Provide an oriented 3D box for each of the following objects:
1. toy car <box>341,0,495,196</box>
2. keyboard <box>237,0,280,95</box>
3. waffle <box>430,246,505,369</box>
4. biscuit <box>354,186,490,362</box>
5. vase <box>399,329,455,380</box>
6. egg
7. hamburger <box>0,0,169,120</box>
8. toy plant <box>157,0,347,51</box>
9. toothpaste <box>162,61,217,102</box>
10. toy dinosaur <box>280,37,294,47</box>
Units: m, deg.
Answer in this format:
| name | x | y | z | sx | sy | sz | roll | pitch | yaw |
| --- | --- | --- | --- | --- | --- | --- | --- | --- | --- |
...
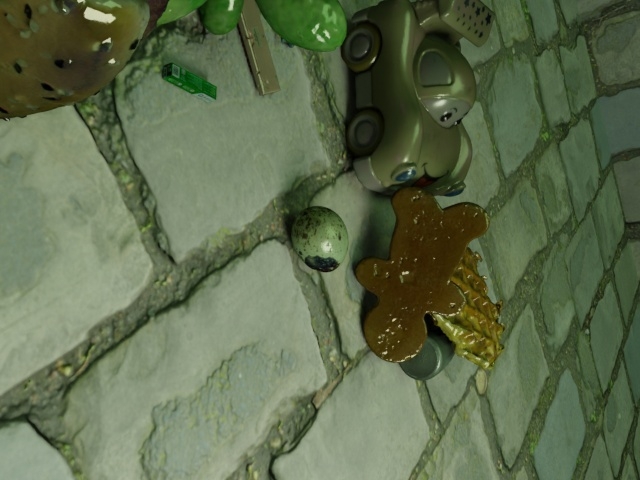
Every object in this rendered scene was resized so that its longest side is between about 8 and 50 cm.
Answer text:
| name | x | y | z | sx | sy | sz | roll | pitch | yaw |
| --- | --- | --- | --- | --- | --- | --- | --- | --- | --- |
| toy car | 0.190 | -0.254 | 1.290 | 0.242 | 0.226 | 0.336 | 10 | 74 | -54 |
| keyboard | -0.100 | -0.297 | 1.067 | 0.055 | 0.017 | 0.166 | -34 | 111 | -58 |
| waffle | 0.266 | 0.093 | 1.399 | 0.325 | 0.068 | 0.302 | 58 | 28 | -13 |
| biscuit | 0.159 | 0.061 | 1.231 | 0.049 | 0.196 | 0.302 | 86 | 23 | -88 |
| vase | 0.226 | 0.202 | 1.376 | 0.214 | 0.086 | 0.086 | -6 | 88 | -60 |
| egg | 0.000 | 0.000 | 1.086 | 0.085 | 0.085 | 0.110 | -51 | 138 | -47 |
| hamburger | -0.284 | -0.239 | 0.566 | 0.318 | 0.277 | 0.195 | 41 | 44 | -18 |
| toy plant | -0.125 | -0.411 | 0.915 | 0.317 | 0.210 | 0.356 | 5 | 81 | -21 |
| toothpaste | -0.170 | -0.205 | 0.945 | 0.083 | 0.017 | 0.020 | 20 | 64 | -52 |
| toy dinosaur | -0.049 | -0.338 | 1.136 | 0.047 | 0.030 | 0.083 | 38 | 53 | -44 |
